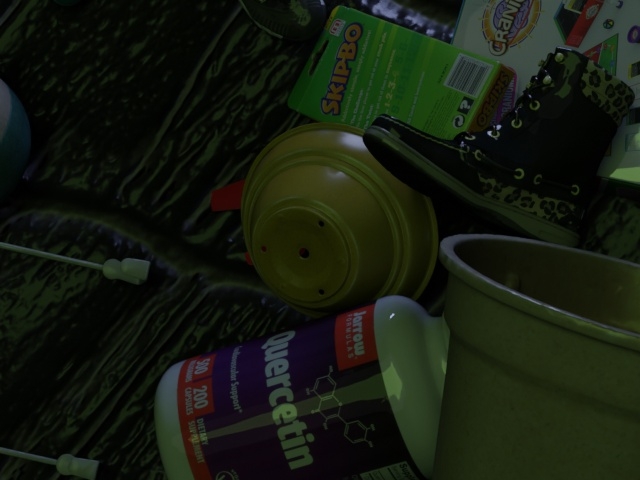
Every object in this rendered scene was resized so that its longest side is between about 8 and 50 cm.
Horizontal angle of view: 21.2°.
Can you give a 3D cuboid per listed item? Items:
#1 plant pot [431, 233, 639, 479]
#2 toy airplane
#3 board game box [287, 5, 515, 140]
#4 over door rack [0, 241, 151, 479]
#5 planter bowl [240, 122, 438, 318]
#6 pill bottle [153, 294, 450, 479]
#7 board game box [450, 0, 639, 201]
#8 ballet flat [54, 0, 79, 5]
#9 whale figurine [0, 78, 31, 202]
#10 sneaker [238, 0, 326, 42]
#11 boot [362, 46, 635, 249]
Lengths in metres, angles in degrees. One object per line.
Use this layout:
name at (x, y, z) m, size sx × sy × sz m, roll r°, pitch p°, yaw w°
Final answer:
plant pot at (0.222, 0.189, 1.430) m, size 0.334 × 0.334 × 0.305 m, roll 19°, pitch 101°, yaw 22°
toy airplane at (-0.051, -0.034, 1.793) m, size 0.151 × 0.028 × 0.151 m, roll -5°, pitch 75°, yaw 19°
board game box at (0.074, -0.153, 1.729) m, size 0.259 × 0.039 × 0.124 m, roll 28°, pitch 91°, yaw 45°
over door rack at (-0.356, 0.113, 1.826) m, size 0.324 × 0.108 × 0.239 m, roll 11°, pitch 82°, yaw 7°
planter bowl at (0.000, 0.000, 1.679) m, size 0.217 × 0.090 × 0.217 m, roll 9°, pitch 112°, yaw 22°
pill bottle at (0.016, 0.162, 1.639) m, size 0.323 × 0.181 × 0.181 m, roll -19°, pitch 71°, yaw 13°
board game box at (0.285, -0.171, 1.696) m, size 0.316 × 0.064 × 0.242 m, roll 15°, pitch 82°, yaw 21°
ballet flat at (-0.222, -0.383, 1.906) m, size 0.280 × 0.095 × 0.096 m, roll -38°, pitch 56°, yaw 6°
whale figurine at (-0.425, -0.119, 1.901) m, size 0.216 × 0.141 × 0.272 m, roll -51°, pitch 44°, yaw -7°
sneaker at (-0.081, -0.305, 1.823) m, size 0.078 × 0.106 × 0.234 m, roll -39°, pitch 65°, yaw 7°
boot at (0.171, -0.107, 1.597) m, size 0.236 × 0.085 × 0.179 m, roll 28°, pitch 84°, yaw -16°
